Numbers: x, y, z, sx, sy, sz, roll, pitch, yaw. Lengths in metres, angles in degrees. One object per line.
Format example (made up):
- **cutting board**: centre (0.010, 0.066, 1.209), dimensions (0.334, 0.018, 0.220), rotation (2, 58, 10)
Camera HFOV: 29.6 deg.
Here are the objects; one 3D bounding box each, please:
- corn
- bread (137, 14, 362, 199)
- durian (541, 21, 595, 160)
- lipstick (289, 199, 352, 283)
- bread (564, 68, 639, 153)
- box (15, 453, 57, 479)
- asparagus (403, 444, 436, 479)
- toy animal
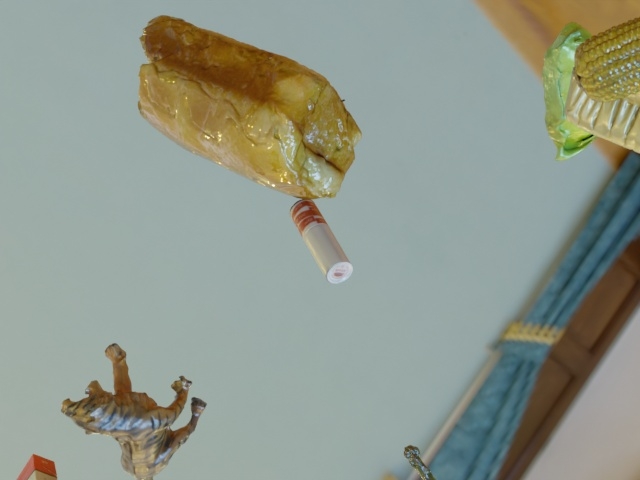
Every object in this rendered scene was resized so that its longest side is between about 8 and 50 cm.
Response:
- **corn**: centre (0.379, -0.213, 1.279), dimensions (0.080, 0.231, 0.080), rotation (51, -151, -42)
- **bread**: centre (-0.113, -0.168, 1.606), dimensions (0.344, 0.148, 0.195), rotation (26, 165, 36)
- **durian**: centre (0.455, -0.261, 2.125), dimensions (0.101, 0.139, 0.250), rotation (-97, -6, -55)
- **lipstick**: centre (0.000, 0.000, 1.579), dimensions (0.038, 0.038, 0.130), rotation (40, -165, -46)
- **bread**: centre (0.412, -0.155, 1.450), dimensions (0.236, 0.106, 0.140), rotation (25, -164, 18)
- **box**: centre (-0.441, 0.409, 1.847), dimensions (0.048, 0.100, 0.152), rotation (32, -170, -24)
- **asparagus**: centre (0.115, 0.251, 1.163), dimensions (0.127, 0.018, 0.015), rotation (61, 172, -6)
- **toy animal**: centre (-0.199, 0.231, 1.370), dimensions (0.114, 0.116, 0.255), rotation (11, 140, 14)
